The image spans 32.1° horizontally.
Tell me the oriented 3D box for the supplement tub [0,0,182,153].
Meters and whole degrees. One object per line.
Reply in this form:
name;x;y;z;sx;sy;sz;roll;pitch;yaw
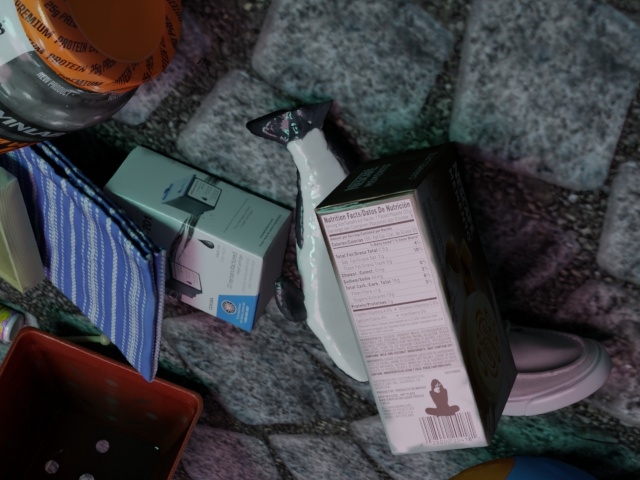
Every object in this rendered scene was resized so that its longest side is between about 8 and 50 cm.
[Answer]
supplement tub;-0.302;-0.185;1.028;0.338;0.207;0.207;-10;126;39

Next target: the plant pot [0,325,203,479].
plant pot;-0.334;0.314;1.538;0.267;0.267;0.235;22;158;1

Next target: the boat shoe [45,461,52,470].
boat shoe;-0.489;0.302;1.739;0.097;0.116;0.324;41;149;17

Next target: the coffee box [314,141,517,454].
coffee box;0.094;0.052;1.022;0.098;0.141;0.246;-10;107;24

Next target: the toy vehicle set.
toy vehicle set;-0.439;-0.063;1.315;0.267;0.035;0.166;32;144;26

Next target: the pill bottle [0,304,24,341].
pill bottle;-0.463;0.108;1.565;0.083;0.043;0.043;23;140;8

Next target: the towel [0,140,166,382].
towel;-0.297;-0.010;1.255;0.336;0.040;0.243;41;146;21

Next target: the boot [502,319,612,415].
boot;0.158;0.107;1.144;0.258;0.095;0.123;-10;126;35

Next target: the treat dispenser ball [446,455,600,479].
treat dispenser ball;0.229;0.386;1.240;0.288;0.288;0.288;17;139;16

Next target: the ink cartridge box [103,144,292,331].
ink cartridge box;-0.138;-0.001;1.221;0.191;0.082;0.139;22;140;8

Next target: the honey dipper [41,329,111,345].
honey dipper;-0.351;0.136;1.541;0.161;0.030;0.030;-6;129;32

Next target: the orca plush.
orca plush;0.000;0.000;1.125;0.287;0.151;0.102;59;172;-19
